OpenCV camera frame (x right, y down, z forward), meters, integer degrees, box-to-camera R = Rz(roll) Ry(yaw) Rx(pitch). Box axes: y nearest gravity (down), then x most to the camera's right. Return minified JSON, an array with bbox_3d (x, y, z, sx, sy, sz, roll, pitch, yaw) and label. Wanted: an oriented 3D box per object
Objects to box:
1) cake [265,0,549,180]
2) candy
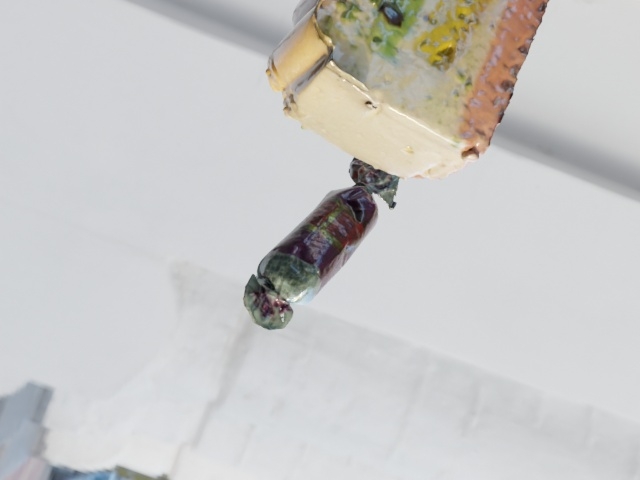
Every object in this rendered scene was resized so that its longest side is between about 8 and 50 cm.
[{"bbox_3d":[0.058,-0.136,0.587,0.225,0.109,0.090,-65,-168,-27],"label":"cake"},{"bbox_3d":[0.000,0.000,0.706,0.175,0.045,0.043,-47,166,-44],"label":"candy"}]
